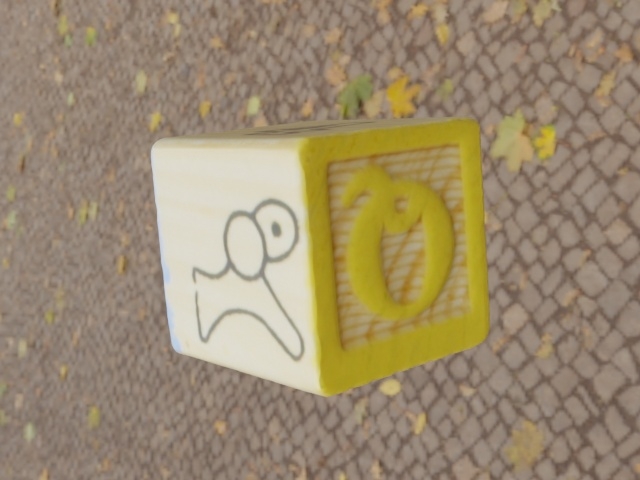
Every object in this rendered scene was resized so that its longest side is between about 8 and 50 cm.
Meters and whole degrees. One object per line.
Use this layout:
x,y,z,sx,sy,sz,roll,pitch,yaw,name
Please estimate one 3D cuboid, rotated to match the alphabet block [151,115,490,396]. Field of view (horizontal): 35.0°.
0.000,0.000,0.825,0.197,0.193,0.192,8,107,49,alphabet block
